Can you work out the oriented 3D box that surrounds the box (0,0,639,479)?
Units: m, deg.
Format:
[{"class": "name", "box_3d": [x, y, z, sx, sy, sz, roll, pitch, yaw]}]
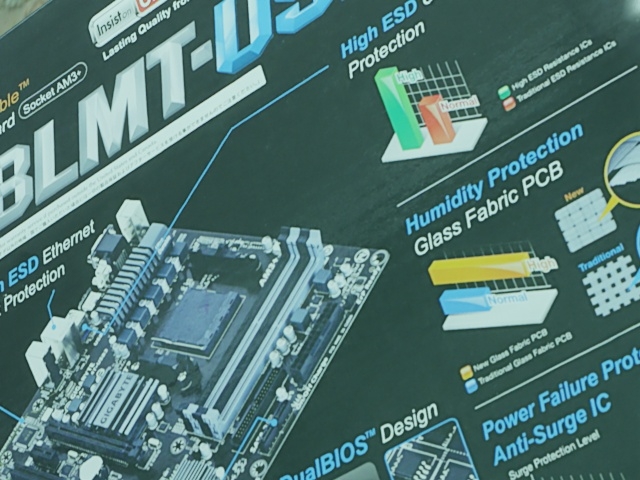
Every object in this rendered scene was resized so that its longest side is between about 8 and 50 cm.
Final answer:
[{"class": "box", "box_3d": [-0.008, 0.057, 0.429, 0.295, 0.073, 0.293, -31, 61, 23]}]
